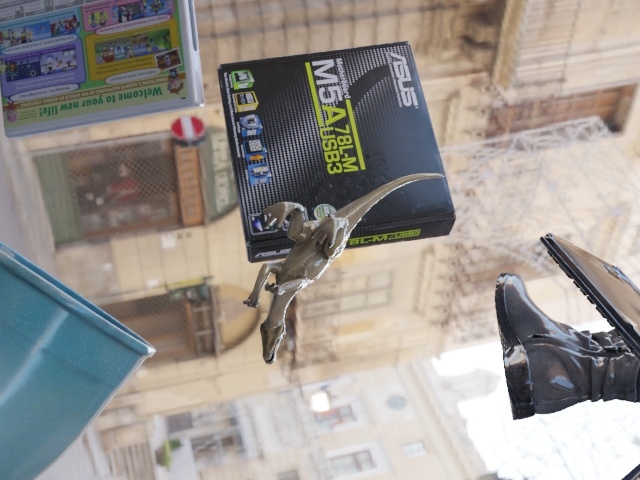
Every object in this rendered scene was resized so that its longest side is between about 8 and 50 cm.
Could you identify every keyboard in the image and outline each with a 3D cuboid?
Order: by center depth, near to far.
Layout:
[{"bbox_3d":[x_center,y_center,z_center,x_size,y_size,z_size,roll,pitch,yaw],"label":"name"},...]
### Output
[{"bbox_3d":[0.321,0.111,0.841,0.033,0.201,0.317,-55,-149,20],"label":"keyboard"}]

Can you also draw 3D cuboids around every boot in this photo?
[{"bbox_3d":[0.406,0.162,1.560,0.338,0.222,0.118,-85,162,-53],"label":"boot"}]

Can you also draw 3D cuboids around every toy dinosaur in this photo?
[{"bbox_3d":[0.000,0.000,0.659,0.053,0.183,0.092,42,3,22],"label":"toy dinosaur"}]

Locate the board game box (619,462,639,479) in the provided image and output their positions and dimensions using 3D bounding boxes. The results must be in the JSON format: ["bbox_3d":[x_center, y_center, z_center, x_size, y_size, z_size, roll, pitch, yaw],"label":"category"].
[{"bbox_3d":[0.475,0.470,1.563,0.042,0.165,0.243,41,-37,32],"label":"board game box"}]

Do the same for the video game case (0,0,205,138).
[{"bbox_3d":[-0.216,-0.206,0.901,0.023,0.212,0.194,-5,89,-70],"label":"video game case"}]

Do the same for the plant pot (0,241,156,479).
[{"bbox_3d":[-0.337,0.132,0.891,0.255,0.271,0.271,-57,-172,-9],"label":"plant pot"}]

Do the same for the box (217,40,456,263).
[{"bbox_3d":[0.011,-0.082,0.858,0.045,0.184,0.191,92,-12,-65],"label":"box"}]
